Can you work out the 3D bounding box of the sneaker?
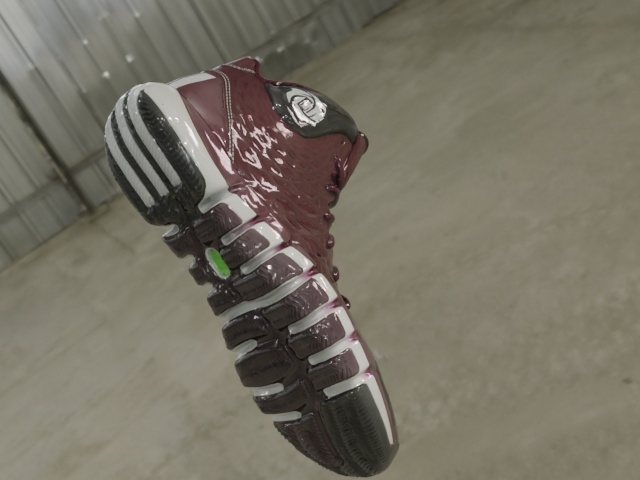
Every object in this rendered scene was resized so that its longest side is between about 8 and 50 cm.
[{"bbox_3d":[0.000,0.000,0.616,0.106,0.281,0.162,-21,13,48],"label":"sneaker"}]
